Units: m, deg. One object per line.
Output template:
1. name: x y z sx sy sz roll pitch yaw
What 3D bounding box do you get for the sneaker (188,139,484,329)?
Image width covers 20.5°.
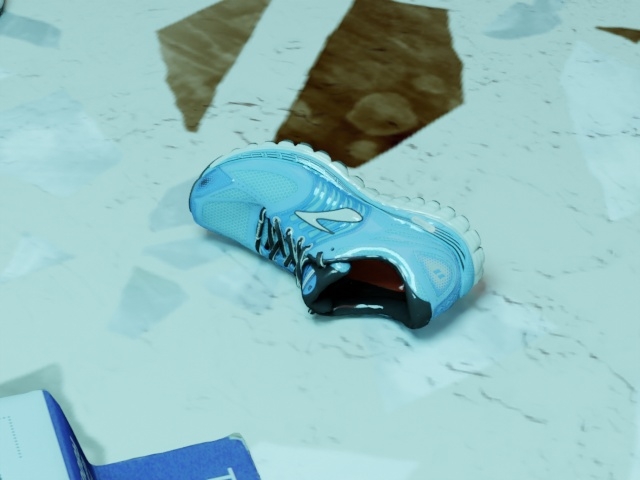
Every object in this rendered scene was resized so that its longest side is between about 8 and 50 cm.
1. sneaker: 0.000 0.000 0.917 0.162 0.063 0.073 18 44 20

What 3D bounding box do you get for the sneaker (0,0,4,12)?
1. sneaker: -0.295 -0.151 1.055 0.099 0.121 0.262 18 41 21

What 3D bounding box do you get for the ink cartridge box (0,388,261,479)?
1. ink cartridge box: -0.141 0.191 0.661 0.330 0.071 0.324 -13 39 -15
